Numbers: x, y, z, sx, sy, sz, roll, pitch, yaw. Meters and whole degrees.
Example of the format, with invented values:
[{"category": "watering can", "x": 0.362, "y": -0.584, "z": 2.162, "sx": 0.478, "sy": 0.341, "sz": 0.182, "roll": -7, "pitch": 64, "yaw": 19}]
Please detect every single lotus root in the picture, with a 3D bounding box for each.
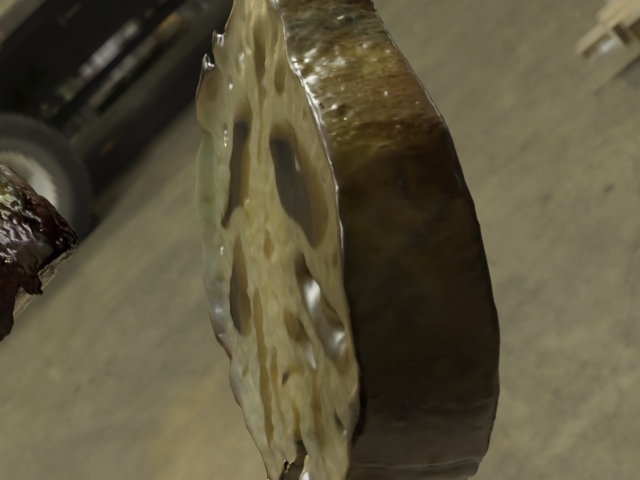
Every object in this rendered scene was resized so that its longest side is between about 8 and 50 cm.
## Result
[{"category": "lotus root", "x": 0.000, "y": 0.000, "z": 1.037, "sx": 0.111, "sy": 0.374, "sz": 0.390, "roll": -11, "pitch": 9, "yaw": -16}]

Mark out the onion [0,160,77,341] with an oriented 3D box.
[{"category": "onion", "x": -0.240, "y": 0.042, "z": 0.806, "sx": 0.218, "sy": 0.140, "sz": 0.195, "roll": -47, "pitch": 13, "yaw": 18}]
